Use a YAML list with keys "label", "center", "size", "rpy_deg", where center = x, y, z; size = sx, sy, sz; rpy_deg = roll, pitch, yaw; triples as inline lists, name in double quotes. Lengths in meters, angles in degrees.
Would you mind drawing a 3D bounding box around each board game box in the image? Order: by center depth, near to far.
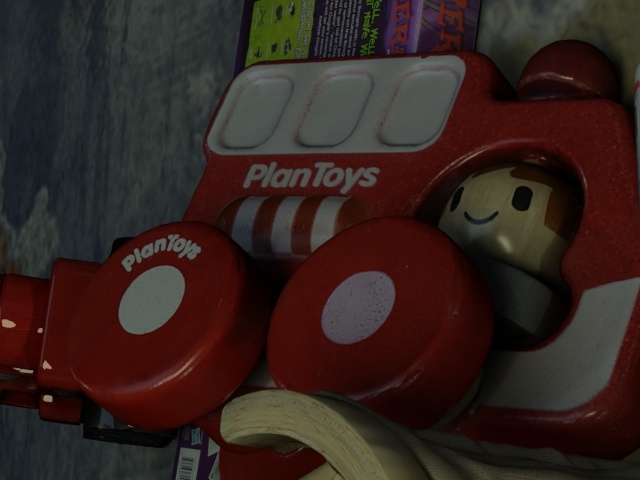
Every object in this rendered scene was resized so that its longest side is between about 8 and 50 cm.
- label: "board game box"
  center: [0.000, 0.000, 1.083]
  size: [0.208, 0.056, 0.346]
  rpy_deg: [-4, 76, 62]

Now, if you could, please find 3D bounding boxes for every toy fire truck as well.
- label: "toy fire truck"
  center: [0.038, 0.007, 0.896]
  size: [0.302, 0.169, 0.254]
  rpy_deg: [-1, 58, 38]
- label: "toy fire truck"
  center: [-0.211, 0.076, 1.157]
  size: [0.217, 0.246, 0.158]
  rpy_deg: [133, 145, -79]

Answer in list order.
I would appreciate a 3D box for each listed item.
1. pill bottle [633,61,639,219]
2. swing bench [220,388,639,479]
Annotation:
- label: "pill bottle"
  center: [0.177, -0.003, 0.761]
  size: [0.087, 0.087, 0.160]
  rpy_deg: [-24, 60, 52]
- label: "swing bench"
  center: [0.062, 0.168, 0.724]
  size: [0.254, 0.253, 0.165]
  rpy_deg: [-54, 38, 32]
